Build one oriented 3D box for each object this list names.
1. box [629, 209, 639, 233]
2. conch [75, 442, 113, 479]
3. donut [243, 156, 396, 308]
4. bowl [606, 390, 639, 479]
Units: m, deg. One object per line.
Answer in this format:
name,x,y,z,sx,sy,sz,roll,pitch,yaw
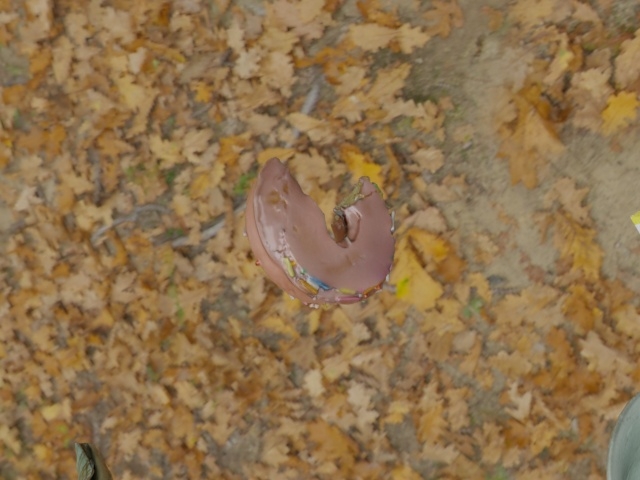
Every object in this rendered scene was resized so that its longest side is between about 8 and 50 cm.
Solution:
box,0.614,0.043,1.524,0.097,0.168,0.265,-33,81,33
conch,-0.313,0.453,1.339,0.386,0.169,0.203,46,169,32
donut,0.000,0.000,1.304,0.085,0.233,0.199,-32,56,47
bowl,0.479,0.366,1.059,0.435,0.435,0.196,32,135,16
